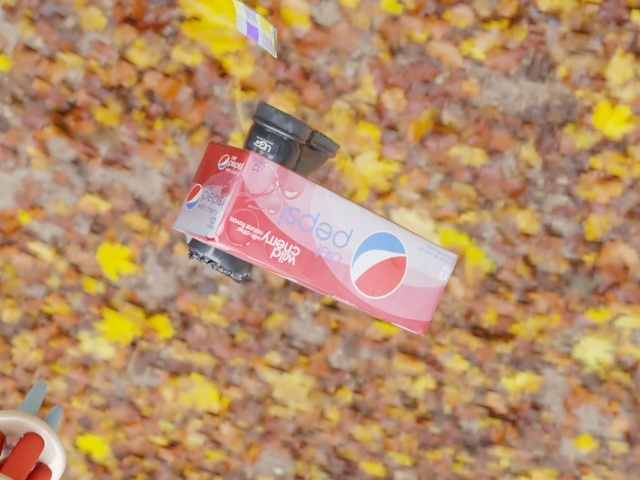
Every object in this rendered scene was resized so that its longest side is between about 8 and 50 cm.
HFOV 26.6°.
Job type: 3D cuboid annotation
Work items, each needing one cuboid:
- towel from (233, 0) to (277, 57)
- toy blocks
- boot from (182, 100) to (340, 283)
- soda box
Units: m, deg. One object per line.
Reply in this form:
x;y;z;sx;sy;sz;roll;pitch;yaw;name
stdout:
-0.086;-0.284;1.812;0.083;0.009;0.060;40;155;24;towel
-0.182;0.097;0.668;0.054;0.148;0.123;-31;110;21;toy blocks
-0.074;-0.054;1.637;0.094;0.207;0.246;29;-176;9;boot
0.000;0.000;1.274;0.263;0.092;0.083;25;177;-34;soda box
